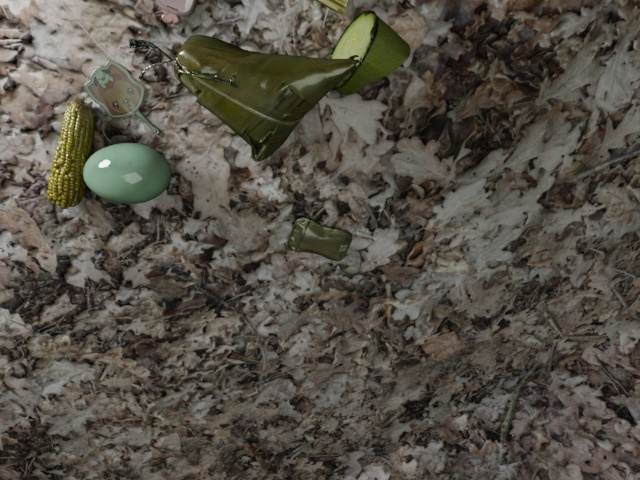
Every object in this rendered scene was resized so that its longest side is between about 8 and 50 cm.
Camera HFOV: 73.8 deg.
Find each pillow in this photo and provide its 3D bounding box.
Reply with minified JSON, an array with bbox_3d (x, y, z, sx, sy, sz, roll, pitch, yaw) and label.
[{"bbox_3d":[0.000,0.000,1.468,0.217,0.033,0.130,15,112,-18],"label":"pillow"}]

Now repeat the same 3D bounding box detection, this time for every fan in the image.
[{"bbox_3d":[-0.529,-0.377,1.172,0.132,0.009,0.220,-36,119,11],"label":"fan"}]

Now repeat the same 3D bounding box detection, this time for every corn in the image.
[{"bbox_3d":[-0.686,-0.227,1.180,0.097,0.097,0.320,17,112,-19],"label":"corn"}]

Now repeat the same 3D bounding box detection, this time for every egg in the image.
[{"bbox_3d":[-0.534,-0.185,1.186,0.231,0.168,0.168,-5,120,-4],"label":"egg"}]

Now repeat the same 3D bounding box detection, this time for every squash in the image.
[{"bbox_3d":[0.111,-0.475,1.130,0.133,0.220,0.220,28,111,-34],"label":"squash"}]

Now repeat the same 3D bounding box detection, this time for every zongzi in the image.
[{"bbox_3d":[-0.188,-0.450,1.052,0.447,0.181,0.418,37,134,-25],"label":"zongzi"}]

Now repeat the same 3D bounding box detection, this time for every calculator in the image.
[{"bbox_3d":[-0.356,-0.623,1.058,0.103,0.024,0.166,14,114,-18],"label":"calculator"}]

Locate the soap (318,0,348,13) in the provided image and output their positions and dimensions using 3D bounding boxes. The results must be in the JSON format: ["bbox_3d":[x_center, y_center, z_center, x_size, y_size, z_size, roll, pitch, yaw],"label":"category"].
[{"bbox_3d":[-0.034,-0.680,1.081,0.252,0.037,0.092,20,114,-21],"label":"soap"}]
